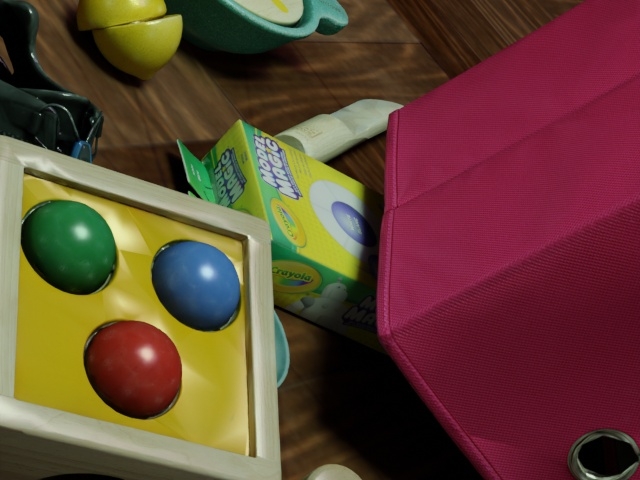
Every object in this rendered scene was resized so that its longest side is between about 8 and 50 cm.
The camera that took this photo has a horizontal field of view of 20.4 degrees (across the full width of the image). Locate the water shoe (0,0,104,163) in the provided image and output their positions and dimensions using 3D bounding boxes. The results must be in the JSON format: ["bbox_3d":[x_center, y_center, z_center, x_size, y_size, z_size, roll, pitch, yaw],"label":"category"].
[{"bbox_3d":[-0.135,-0.031,0.817,0.073,0.080,0.203,5,46,-53],"label":"water shoe"}]

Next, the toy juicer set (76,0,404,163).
[{"bbox_3d":[-0.062,-0.154,1.096,0.329,0.089,0.209,38,26,-14],"label":"toy juicer set"}]

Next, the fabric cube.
[{"bbox_3d":[0.208,0.015,0.983,0.254,0.258,0.259,52,22,-24],"label":"fabric cube"}]

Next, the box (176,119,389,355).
[{"bbox_3d":[0.000,0.000,1.013,0.179,0.043,0.105,24,33,-34],"label":"box"}]

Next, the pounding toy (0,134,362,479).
[{"bbox_3d":[-0.055,0.077,0.714,0.206,0.094,0.181,18,51,-29],"label":"pounding toy"}]

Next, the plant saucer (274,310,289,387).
[{"bbox_3d":[-0.068,0.036,0.884,0.119,0.021,0.119,34,27,-20],"label":"plant saucer"}]
